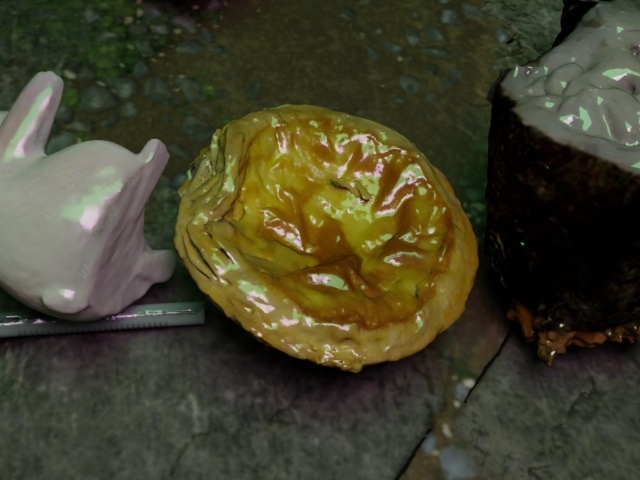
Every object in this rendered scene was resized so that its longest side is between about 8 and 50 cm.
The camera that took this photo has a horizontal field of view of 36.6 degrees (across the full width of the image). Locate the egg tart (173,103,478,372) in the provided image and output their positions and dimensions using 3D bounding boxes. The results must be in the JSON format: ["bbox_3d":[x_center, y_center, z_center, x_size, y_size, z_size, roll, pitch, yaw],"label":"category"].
[{"bbox_3d":[0.000,0.000,0.738,0.241,0.106,0.241,10,54,-13],"label":"egg tart"}]

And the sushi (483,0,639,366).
[{"bbox_3d":[0.259,-0.076,0.777,0.348,0.208,0.234,-28,50,-31],"label":"sushi"}]

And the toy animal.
[{"bbox_3d":[-0.233,-0.052,0.720,0.282,0.141,0.138,34,57,24],"label":"toy animal"}]

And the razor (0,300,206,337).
[{"bbox_3d":[-0.190,0.061,0.719,0.211,0.036,0.084,-6,58,-11],"label":"razor"}]
